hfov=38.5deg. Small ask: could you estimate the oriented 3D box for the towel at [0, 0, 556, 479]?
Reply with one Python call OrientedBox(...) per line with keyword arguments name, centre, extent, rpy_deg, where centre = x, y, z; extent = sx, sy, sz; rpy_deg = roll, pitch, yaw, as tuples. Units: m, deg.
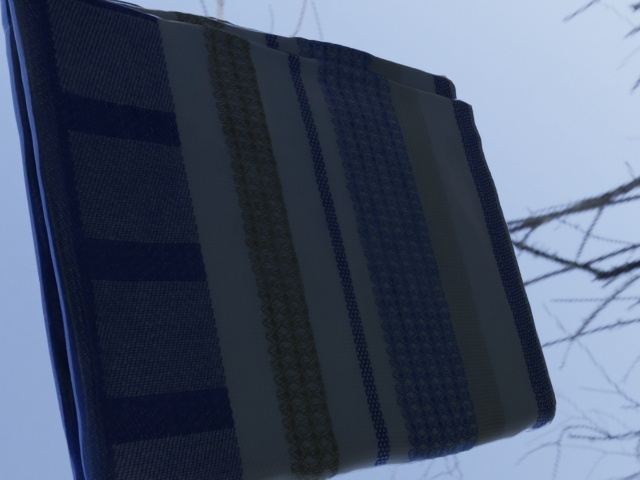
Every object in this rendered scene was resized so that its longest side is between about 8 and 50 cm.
OrientedBox(name="towel", centre=(0.000, 0.000, 0.412), extent=(0.285, 0.034, 0.209), rpy_deg=(2, -112, -46))
